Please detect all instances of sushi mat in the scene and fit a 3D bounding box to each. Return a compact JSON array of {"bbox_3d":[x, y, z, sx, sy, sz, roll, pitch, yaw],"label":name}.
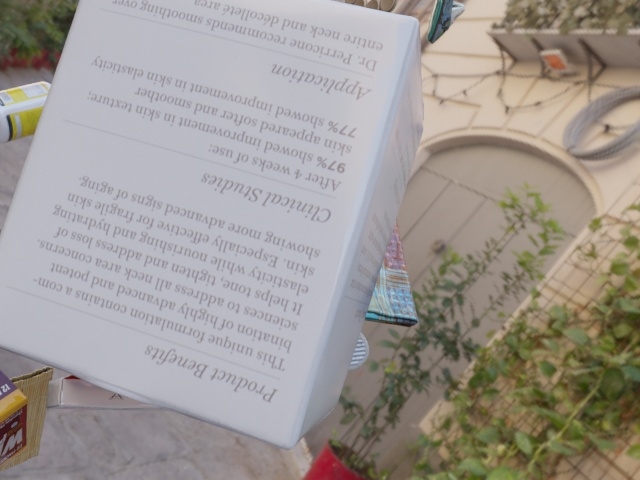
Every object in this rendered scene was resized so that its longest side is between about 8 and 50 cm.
[{"bbox_3d":[-0.739,0.442,1.658,0.151,0.317,0.019,-13,44,-46],"label":"sushi mat"}]

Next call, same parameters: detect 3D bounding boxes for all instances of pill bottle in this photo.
[{"bbox_3d":[-0.610,-0.278,1.454,0.103,0.103,0.184,41,45,23],"label":"pill bottle"}]

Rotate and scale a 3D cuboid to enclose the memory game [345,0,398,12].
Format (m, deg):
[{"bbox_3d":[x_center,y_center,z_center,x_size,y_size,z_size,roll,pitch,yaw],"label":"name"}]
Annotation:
[{"bbox_3d":[0.095,-0.430,1.063,0.012,0.186,0.186,8,22,-34],"label":"memory game"}]

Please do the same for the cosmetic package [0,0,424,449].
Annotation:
[{"bbox_3d":[-0.095,-0.034,0.759,0.329,0.394,0.327,17,-4,10],"label":"cosmetic package"}]

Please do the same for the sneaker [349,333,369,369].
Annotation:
[{"bbox_3d":[-0.039,0.149,1.584,0.366,0.135,0.150,54,-8,-21],"label":"sneaker"}]

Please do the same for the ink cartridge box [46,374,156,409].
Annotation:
[{"bbox_3d":[-0.374,0.303,1.357,0.275,0.060,0.239,10,-18,-30],"label":"ink cartridge box"}]

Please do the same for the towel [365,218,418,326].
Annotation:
[{"bbox_3d":[0.000,0.000,1.138,0.370,0.040,0.272,12,56,-33],"label":"towel"}]

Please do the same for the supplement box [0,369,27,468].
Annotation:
[{"bbox_3d":[-0.562,0.255,1.043,0.194,0.191,0.129,41,48,13],"label":"supplement box"}]

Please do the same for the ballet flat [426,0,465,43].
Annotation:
[{"bbox_3d":[0.248,-0.460,1.289,0.070,0.188,0.070,6,32,-4],"label":"ballet flat"}]
